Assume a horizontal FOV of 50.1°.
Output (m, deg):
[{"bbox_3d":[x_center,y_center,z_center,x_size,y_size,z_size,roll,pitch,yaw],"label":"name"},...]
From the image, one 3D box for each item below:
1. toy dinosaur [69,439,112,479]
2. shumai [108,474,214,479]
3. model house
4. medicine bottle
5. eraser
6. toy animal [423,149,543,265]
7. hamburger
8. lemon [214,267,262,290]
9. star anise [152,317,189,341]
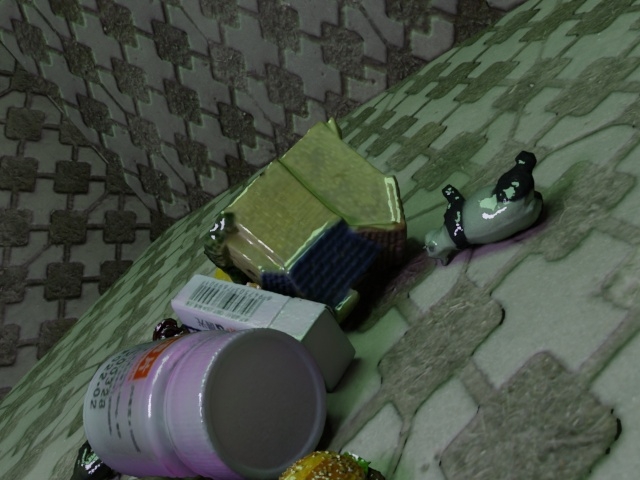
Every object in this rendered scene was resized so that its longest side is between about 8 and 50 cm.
[{"bbox_3d":[-0.410,0.426,1.254,0.187,0.087,0.179,-35,15,18],"label":"toy dinosaur"},{"bbox_3d":[-0.178,0.338,0.704,0.218,0.185,0.184,138,135,-69],"label":"shumai"},{"bbox_3d":[0.000,0.000,1.222,0.321,0.266,0.261,-47,-18,-18],"label":"model house"},{"bbox_3d":[-0.182,0.244,1.002,0.388,0.219,0.219,-19,25,51],"label":"medicine bottle"},{"bbox_3d":[-0.096,0.139,1.079,0.287,0.130,0.086,9,52,39],"label":"eraser"},{"bbox_3d":[0.249,-0.038,1.070,0.225,0.094,0.121,-25,30,38],"label":"toy animal"},{"bbox_3d":[-0.009,0.292,0.726,0.166,0.087,0.137,-47,18,-25],"label":"hamburger"},{"bbox_3d":[-0.133,0.089,1.413,0.173,0.173,0.206,-35,14,13],"label":"lemon"},{"bbox_3d":[-0.328,0.216,1.623,0.272,0.102,0.272,-33,15,10],"label":"star anise"}]
